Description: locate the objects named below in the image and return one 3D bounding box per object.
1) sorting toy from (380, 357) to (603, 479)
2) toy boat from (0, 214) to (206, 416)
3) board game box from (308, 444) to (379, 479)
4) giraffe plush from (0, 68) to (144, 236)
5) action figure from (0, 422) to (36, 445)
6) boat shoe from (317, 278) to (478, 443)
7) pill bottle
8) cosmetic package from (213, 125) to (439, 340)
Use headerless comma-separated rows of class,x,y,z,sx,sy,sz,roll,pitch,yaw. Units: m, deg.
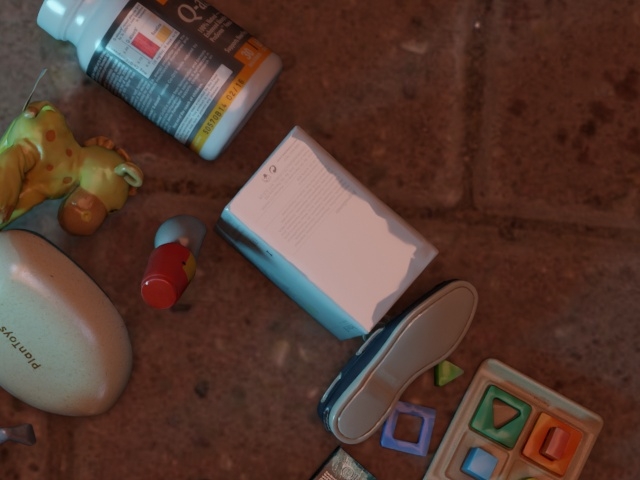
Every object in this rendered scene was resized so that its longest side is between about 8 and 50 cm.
sorting toy,0.250,0.274,1.943,0.348,0.047,0.196,29,82,-4
toy boat,-0.275,0.072,1.819,0.318,0.148,0.267,-23,114,22
board game box,0.053,0.366,1.920,0.186,0.026,0.126,42,81,-1
giraffe plush,-0.311,-0.077,1.854,0.170,0.181,0.210,29,99,-15
action figure,-0.506,0.263,1.765,0.330,0.178,0.341,-3,76,10
boat shoe,0.095,0.143,1.913,0.095,0.079,0.254,38,91,-31
pill bottle,-0.199,-0.238,1.880,0.278,0.162,0.162,36,81,-3
cosmetic package,0.000,0.000,1.849,0.225,0.224,0.138,40,81,-1
